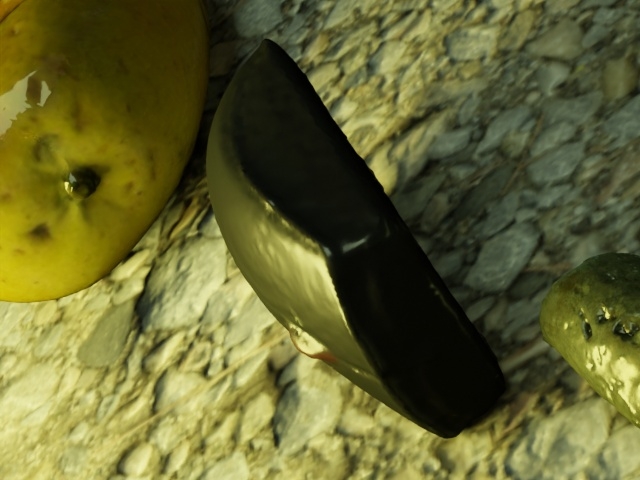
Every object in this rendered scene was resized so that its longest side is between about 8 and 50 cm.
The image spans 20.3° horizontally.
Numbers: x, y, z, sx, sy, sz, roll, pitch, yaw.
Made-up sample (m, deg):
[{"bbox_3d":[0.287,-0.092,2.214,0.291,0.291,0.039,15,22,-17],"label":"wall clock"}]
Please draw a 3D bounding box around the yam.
[{"bbox_3d":[0.182,0.066,0.886,0.078,0.078,0.179,-49,34,2],"label":"yam"}]

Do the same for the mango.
[{"bbox_3d":[-0.192,-0.112,1.364,0.253,0.182,0.365,-26,32,34],"label":"mango"}]

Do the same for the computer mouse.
[{"bbox_3d":[0.000,0.000,1.052,0.100,0.170,0.269,-36,38,5],"label":"computer mouse"}]
